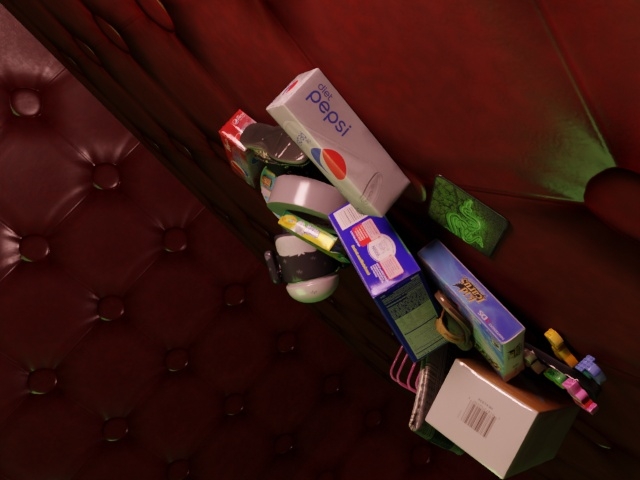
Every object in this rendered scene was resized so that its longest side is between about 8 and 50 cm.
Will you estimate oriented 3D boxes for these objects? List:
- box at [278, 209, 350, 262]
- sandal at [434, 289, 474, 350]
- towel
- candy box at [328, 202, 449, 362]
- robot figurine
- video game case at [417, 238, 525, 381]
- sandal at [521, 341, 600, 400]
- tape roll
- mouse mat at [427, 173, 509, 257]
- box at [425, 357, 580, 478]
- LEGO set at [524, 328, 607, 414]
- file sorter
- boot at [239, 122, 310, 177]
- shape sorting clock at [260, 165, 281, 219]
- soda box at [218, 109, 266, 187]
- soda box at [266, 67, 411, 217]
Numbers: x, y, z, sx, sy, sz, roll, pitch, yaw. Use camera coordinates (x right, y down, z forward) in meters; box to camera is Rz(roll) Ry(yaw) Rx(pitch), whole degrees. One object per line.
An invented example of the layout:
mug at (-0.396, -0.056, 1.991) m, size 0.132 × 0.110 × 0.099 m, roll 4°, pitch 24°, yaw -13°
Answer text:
box at (-0.007, -0.005, 1.400) m, size 0.179 × 0.043 × 0.105 m, roll 31°, pitch 176°, yaw 24°
sandal at (0.276, 0.184, 1.241) m, size 0.090 × 0.060 × 0.219 m, roll 51°, pitch 174°, yaw 36°
towel at (0.320, 0.357, 1.492) m, size 0.056 × 0.324 × 0.312 m, roll -2°, pitch 153°, yaw 37°
candy box at (0.164, 0.087, 1.332) m, size 0.317 × 0.122 × 0.268 m, roll 58°, pitch -176°, yaw -48°
robot figurine at (-0.042, 0.048, 1.755) m, size 0.209 × 0.173 × 0.278 m, roll -9°, pitch 96°, yaw 48°
video game case at (0.329, 0.155, 1.267) m, size 0.269 × 0.061 × 0.244 m, roll 51°, pitch 176°, yaw 35°
sandal at (0.521, 0.303, 1.364) m, size 0.254 × 0.054 × 0.097 m, roll 26°, pitch 161°, yaw 49°
tape roll at (-0.018, -0.085, 1.428) m, size 0.219 × 0.072 × 0.219 m, roll 17°, pitch 169°, yaw 3°
mouse mat at (0.265, -0.041, 1.068) m, size 0.152 × 0.007 × 0.190 m, roll 37°, pitch 168°, yaw 17°
box at (0.446, 0.408, 1.388) m, size 0.215 × 0.168 × 0.345 m, roll 31°, pitch -170°, yaw 38°
LEGO set at (0.488, 0.243, 1.188) m, size 0.093 × 0.087 × 0.227 m, roll 51°, pitch 177°, yaw -19°
file sorter at (0.367, 0.404, 1.788) m, size 0.202 × 0.182 × 0.290 m, roll 29°, pitch 170°, yaw -11°
boot at (-0.069, -0.192, 1.391) m, size 0.236 × 0.085 × 0.178 m, roll 24°, pitch 166°, yaw 42°
shape sorting clock at (-0.091, -0.123, 1.613) m, size 0.206 × 0.040 × 0.206 m, roll 29°, pitch 136°, yaw 32°
soda box at (-0.198, -0.242, 1.578) m, size 0.092 × 0.083 × 0.263 m, roll 38°, pitch 167°, yaw 9°
soda box at (0.037, -0.174, 1.081) m, size 0.286 × 0.098 × 0.091 m, roll 47°, pitch 166°, yaw -23°
